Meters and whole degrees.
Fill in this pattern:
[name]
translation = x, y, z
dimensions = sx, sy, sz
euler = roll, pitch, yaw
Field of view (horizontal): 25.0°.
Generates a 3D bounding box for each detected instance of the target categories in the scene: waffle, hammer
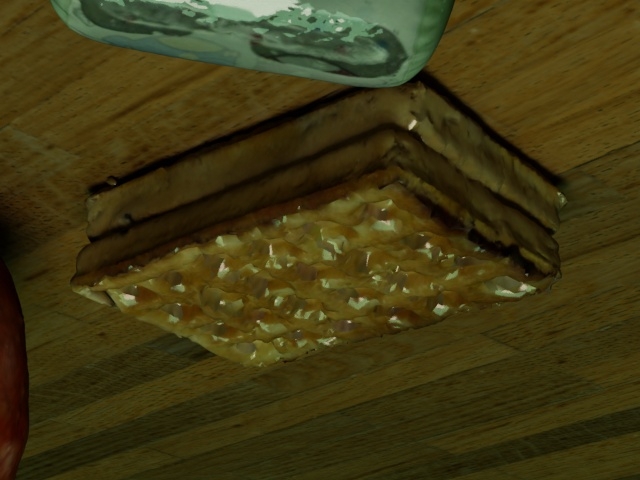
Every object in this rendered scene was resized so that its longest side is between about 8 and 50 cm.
[waffle]
translation = 0.000, -0.001, 1.043
dimensions = 0.308, 0.091, 0.213
euler = -17, 148, 36
[hammer]
translation = -0.010, -0.201, 0.630
dimensions = 0.206, 0.119, 0.335
euler = 7, 147, -10

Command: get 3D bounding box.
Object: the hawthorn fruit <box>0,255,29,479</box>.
[hawthorn fruit]
translation = -0.328, 0.132, 1.066
dimensions = 0.287, 0.330, 0.287
euler = -28, 158, -12
